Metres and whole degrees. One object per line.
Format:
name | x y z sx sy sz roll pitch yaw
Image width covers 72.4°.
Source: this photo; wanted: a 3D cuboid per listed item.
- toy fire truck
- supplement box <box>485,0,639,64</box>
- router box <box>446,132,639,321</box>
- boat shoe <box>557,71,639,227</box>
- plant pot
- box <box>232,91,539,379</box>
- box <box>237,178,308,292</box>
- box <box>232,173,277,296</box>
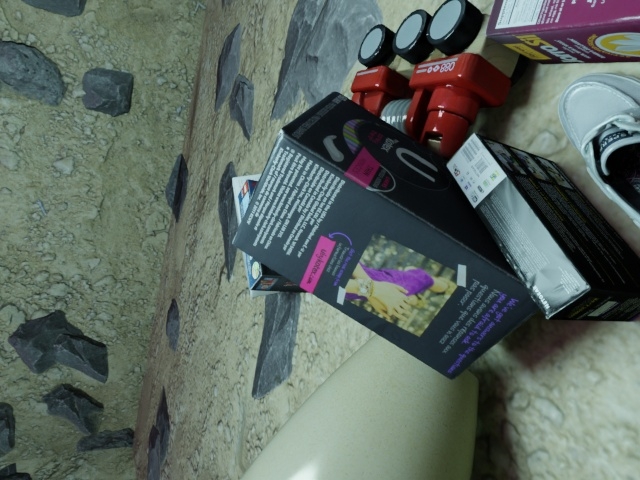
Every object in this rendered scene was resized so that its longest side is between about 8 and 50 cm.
toy fire truck | 0.132 -0.142 0.575 0.217 0.158 0.246 23 94 58
supplement box | 0.259 -0.211 0.384 0.188 0.104 0.081 35 115 57
router box | 0.211 -0.013 0.400 0.046 0.133 0.179 -54 41 39
boat shoe | 0.268 -0.073 0.364 0.079 0.081 0.227 -55 41 39
plant pot | 0.061 0.249 0.497 0.256 0.256 0.274 8 64 60
box | 0.074 -0.013 0.463 0.143 0.270 0.165 -58 1 36
box | 0.000 0.000 0.657 0.044 0.233 0.159 -49 45 44
box | -0.103 -0.012 0.891 0.181 0.119 0.182 95 161 -52
